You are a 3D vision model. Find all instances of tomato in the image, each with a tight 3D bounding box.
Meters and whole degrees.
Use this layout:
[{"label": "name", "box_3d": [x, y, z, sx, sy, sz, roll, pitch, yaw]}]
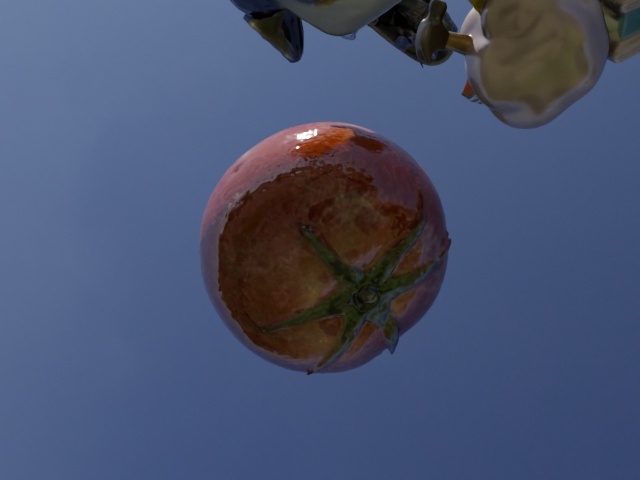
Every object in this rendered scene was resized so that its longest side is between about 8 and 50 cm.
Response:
[{"label": "tomato", "box_3d": [0.000, 0.000, 0.920, 0.265, 0.265, 0.264, 5, -71, 14]}]

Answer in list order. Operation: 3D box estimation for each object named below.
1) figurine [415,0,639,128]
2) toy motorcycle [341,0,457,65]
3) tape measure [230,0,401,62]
[{"label": "figurine", "box_3d": [0.183, -0.158, 0.662, 0.112, 0.229, 0.137, 46, -27, 31]}, {"label": "toy motorcycle", "box_3d": [0.006, -0.321, 0.942, 0.359, 0.212, 0.125, 39, -88, -20]}, {"label": "tape measure", "box_3d": [-0.003, -0.187, 0.300, 0.271, 0.232, 0.132, -27, -121, 39]}]
